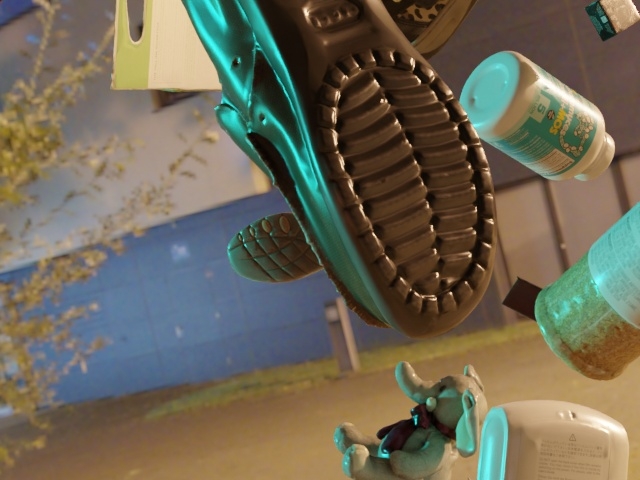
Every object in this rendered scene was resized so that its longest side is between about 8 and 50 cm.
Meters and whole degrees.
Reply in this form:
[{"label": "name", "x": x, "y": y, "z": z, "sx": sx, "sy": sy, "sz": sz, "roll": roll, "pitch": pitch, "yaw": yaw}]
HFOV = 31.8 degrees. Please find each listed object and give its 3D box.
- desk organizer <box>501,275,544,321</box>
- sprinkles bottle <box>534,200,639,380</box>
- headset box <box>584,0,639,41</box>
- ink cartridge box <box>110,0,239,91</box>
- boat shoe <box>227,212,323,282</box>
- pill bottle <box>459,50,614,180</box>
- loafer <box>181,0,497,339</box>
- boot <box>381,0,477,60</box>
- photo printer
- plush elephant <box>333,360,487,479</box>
[{"label": "desk organizer", "x": 0.339, "y": 0.109, "z": 1.670, "sx": 0.130, "sy": 0.050, "sz": 0.047, "roll": 28, "pitch": -14, "yaw": 30}, {"label": "sprinkles bottle", "x": 0.356, "y": -0.007, "z": 1.064, "sx": 0.121, "sy": 0.121, "sz": 0.355, "roll": -14, "pitch": -28, "yaw": -46}, {"label": "headset box", "x": 0.462, "y": -0.358, "z": 1.767, "sx": 0.083, "sy": 0.062, "sz": 0.032, "roll": -35, "pitch": 7, "yaw": -37}, {"label": "ink cartridge box", "x": -0.154, "y": -0.237, "z": 1.138, "sx": 0.056, "sy": 0.171, "sz": 0.235, "roll": 10, "pitch": 12, "yaw": 27}, {"label": "boat shoe", "x": 0.000, "y": 0.000, "z": 1.945, "sx": 0.325, "sy": 0.123, "sz": 0.116, "roll": -12, "pitch": -4, "yaw": 14}, {"label": "pill bottle", "x": 0.364, "y": -0.191, "z": 1.845, "sx": 0.264, "sy": 0.146, "sz": 0.146, "roll": 26, "pitch": -24, "yaw": -32}, {"label": "loafer", "x": 0.003, "y": -0.094, "z": 0.798, "sx": 0.134, "sy": 0.365, "sz": 0.130, "roll": -15, "pitch": -15, "yaw": -33}, {"label": "boot", "x": 0.121, "y": -0.458, "z": 1.475, "sx": 0.284, "sy": 0.377, "sz": 0.138, "roll": 29, "pitch": 7, "yaw": -25}, {"label": "photo printer", "x": 0.377, "y": 0.418, "z": 1.844, "sx": 0.256, "sy": 0.307, "sz": 0.107, "roll": 9, "pitch": -10, "yaw": -19}, {"label": "plush elephant", "x": 0.209, "y": 0.352, "z": 2.160, "sx": 0.330, "sy": 0.255, "sz": 0.272, "roll": 19, "pitch": 1, "yaw": 3}]
